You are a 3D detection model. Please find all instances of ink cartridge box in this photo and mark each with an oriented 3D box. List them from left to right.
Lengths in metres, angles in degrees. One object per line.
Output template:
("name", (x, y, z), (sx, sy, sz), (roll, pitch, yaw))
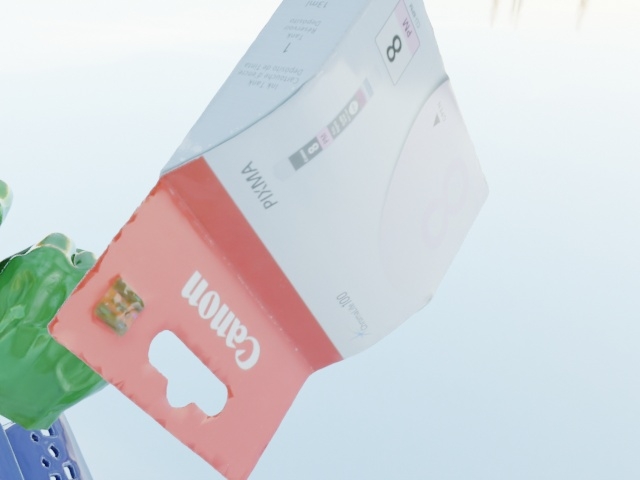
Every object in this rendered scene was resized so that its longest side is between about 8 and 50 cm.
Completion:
("ink cartridge box", (0.000, 0.000, 0.419), (0.066, 0.189, 0.232), (11, -120, 32))

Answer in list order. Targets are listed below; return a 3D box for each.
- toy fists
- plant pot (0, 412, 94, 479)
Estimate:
("toy fists", (-0.273, 0.025, 0.665), (0.279, 0.142, 0.096), (43, -165, -14))
("plant pot", (-0.483, 0.393, 1.197), (0.236, 0.236, 0.212), (-27, 167, 3))
